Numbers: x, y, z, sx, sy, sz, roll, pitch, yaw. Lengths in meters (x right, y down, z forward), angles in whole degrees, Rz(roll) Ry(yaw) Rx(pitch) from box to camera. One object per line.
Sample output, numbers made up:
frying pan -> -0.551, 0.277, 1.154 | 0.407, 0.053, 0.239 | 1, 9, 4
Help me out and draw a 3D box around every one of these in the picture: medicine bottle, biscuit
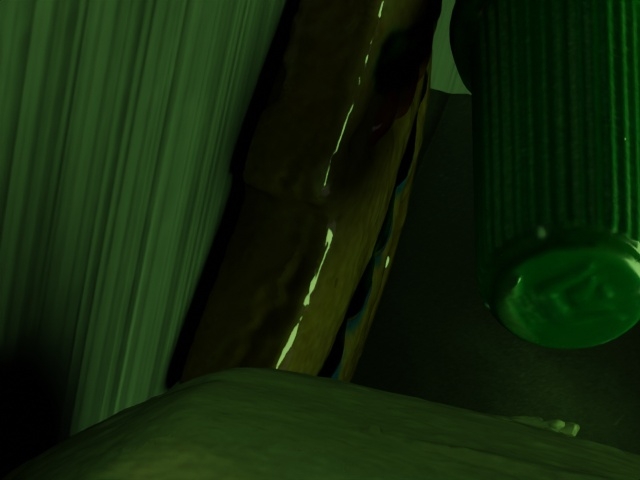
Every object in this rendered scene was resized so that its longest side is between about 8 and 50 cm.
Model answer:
medicine bottle -> 0.081, -0.093, 0.672 | 0.111, 0.076, 0.309 | 64, 24, -43
biscuit -> 0.001, 0.000, 0.686 | 0.278, 0.043, 0.301 | -64, 170, -48

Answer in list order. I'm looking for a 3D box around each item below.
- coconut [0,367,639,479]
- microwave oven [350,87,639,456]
coconut -> 0.028, 0.153, 0.407 | 0.245, 0.247, 0.245 | 11, 90, -78
microwave oven -> 0.152, 0.174, 1.014 | 0.432, 0.374, 0.236 | 90, 20, -55
